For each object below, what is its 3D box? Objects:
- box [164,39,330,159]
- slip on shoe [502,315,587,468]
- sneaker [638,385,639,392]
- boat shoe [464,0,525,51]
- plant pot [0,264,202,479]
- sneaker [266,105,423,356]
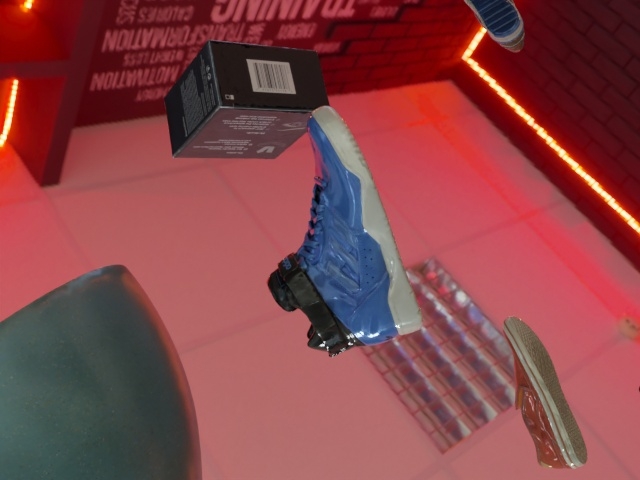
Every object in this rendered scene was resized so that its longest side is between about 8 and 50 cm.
[{"bbox_3d":[-0.098,-0.174,0.973,0.156,0.158,0.093,-3,-106,-33],"label":"box"},{"bbox_3d":[0.445,0.318,1.580,0.123,0.101,0.331,4,-117,-54],"label":"slip on shoe"},{"bbox_3d":[0.576,0.245,1.193,0.097,0.135,0.276,61,-163,15],"label":"sneaker"},{"bbox_3d":[0.252,-0.349,1.123,0.066,0.066,0.183,40,-148,-53],"label":"boat shoe"},{"bbox_3d":[-0.212,0.188,0.624,0.195,0.290,0.290,48,-138,2],"label":"plant pot"},{"bbox_3d":[0.000,0.000,0.465,0.085,0.152,0.058,-21,-164,1],"label":"sneaker"}]
